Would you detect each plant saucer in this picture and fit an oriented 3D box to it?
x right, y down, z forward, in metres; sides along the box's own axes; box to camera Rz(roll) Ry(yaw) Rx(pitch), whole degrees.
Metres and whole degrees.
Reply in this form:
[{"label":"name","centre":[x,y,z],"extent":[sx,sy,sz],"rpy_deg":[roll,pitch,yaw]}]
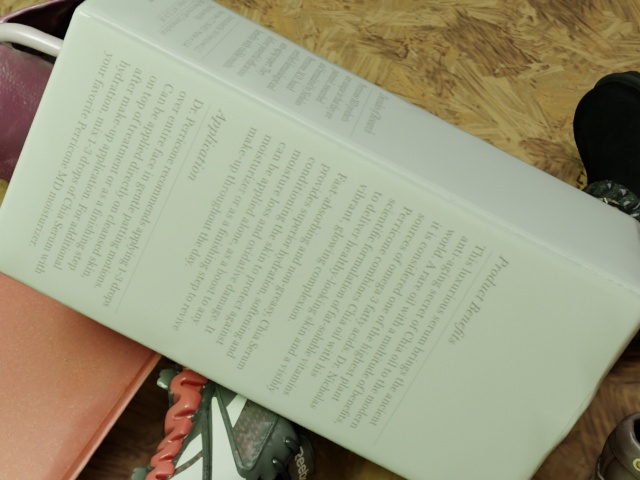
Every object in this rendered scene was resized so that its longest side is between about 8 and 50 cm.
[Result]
[{"label":"plant saucer","centre":[-0.279,0.115,0.990],"extent":[0.259,0.048,0.258],"rpy_deg":[25,62,18]}]

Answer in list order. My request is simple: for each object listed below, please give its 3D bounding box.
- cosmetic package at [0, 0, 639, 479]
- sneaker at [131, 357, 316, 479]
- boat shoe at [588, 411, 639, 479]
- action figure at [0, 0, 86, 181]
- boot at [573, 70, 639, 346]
[{"label":"cosmetic package","centre":[0.000,0.000,0.938],"extent":[0.453,0.230,0.161],"rpy_deg":[28,26,-2]},{"label":"sneaker","centre":[-0.074,0.192,0.928],"extent":[0.135,0.098,0.276],"rpy_deg":[6,43,3]},{"label":"boat shoe","centre":[0.380,0.219,0.950],"extent":[0.324,0.097,0.117],"rpy_deg":[17,45,11]},{"label":"action figure","centre":[-0.362,-0.159,1.134],"extent":[0.370,0.276,0.248],"rpy_deg":[12,61,-17]},{"label":"boot","centre":[0.251,-0.034,1.172],"extent":[0.260,0.131,0.348],"rpy_deg":[-6,46,-12]}]
